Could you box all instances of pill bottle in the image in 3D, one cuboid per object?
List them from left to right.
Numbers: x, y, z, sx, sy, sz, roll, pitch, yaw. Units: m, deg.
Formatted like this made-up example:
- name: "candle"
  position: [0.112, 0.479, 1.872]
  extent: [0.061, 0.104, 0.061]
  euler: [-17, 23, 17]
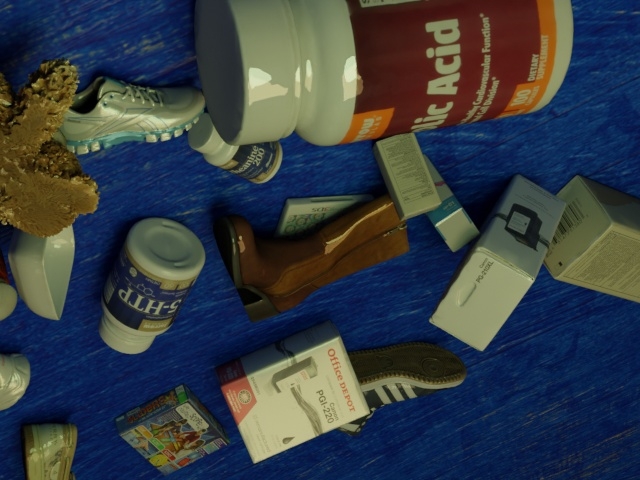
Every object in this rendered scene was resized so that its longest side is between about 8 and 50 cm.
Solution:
- name: "pill bottle"
  position: [-0.244, 0.069, 1.507]
  extent: [0.112, 0.112, 0.187]
  euler: [3, 135, -33]
- name: "pill bottle"
  position: [-0.112, -0.122, 1.392]
  extent: [0.067, 0.067, 0.120]
  euler: [-44, 140, 22]
- name: "pill bottle"
  position: [0.068, -0.230, 1.238]
  extent: [0.392, 0.224, 0.224]
  euler: [-11, 141, -19]

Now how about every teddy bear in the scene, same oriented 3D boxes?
- name: "teddy bear"
  position: [-0.379, -0.143, 1.158]
  extent: [0.338, 0.113, 0.245]
  euler: [29, 124, -30]

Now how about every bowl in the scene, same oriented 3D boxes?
- name: "bowl"
  position: [-0.354, 0.015, 1.365]
  extent: [0.053, 0.142, 0.142]
  euler: [1, 140, 0]

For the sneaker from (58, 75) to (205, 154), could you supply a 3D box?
- name: "sneaker"
  position: [-0.229, -0.161, 1.278]
  extent: [0.190, 0.071, 0.083]
  euler: [-16, 136, -14]

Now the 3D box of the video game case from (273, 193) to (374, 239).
- name: "video game case"
  position: [-0.004, -0.007, 1.635]
  extent: [0.143, 0.019, 0.157]
  euler: [-5, 139, -26]

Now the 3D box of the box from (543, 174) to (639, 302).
- name: "box"
  position: [0.517, 0.006, 1.874]
  extent: [0.311, 0.121, 0.148]
  euler: [16, 127, -42]

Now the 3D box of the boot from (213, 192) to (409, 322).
- name: "boot"
  position: [0.000, 0.000, 1.552]
  extent: [0.280, 0.096, 0.264]
  euler: [-24, 142, -4]

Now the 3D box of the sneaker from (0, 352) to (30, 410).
- name: "sneaker"
  position: [-0.535, 0.236, 1.572]
  extent: [0.232, 0.090, 0.115]
  euler: [-48, 132, 13]

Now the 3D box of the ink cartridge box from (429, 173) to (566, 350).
- name: "ink cartridge box"
  position: [0.278, 0.032, 1.674]
  extent: [0.237, 0.100, 0.172]
  euler: [-53, 172, -51]

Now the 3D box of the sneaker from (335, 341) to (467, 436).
- name: "sneaker"
  position: [0.122, 0.276, 1.983]
  extent: [0.282, 0.099, 0.153]
  euler: [-1, 132, -19]

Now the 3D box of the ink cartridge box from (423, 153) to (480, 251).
- name: "ink cartridge box"
  position: [0.176, -0.056, 1.597]
  extent: [0.052, 0.122, 0.088]
  euler: [-35, 143, 6]

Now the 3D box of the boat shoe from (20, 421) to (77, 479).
- name: "boat shoe"
  position: [-0.446, 0.408, 1.802]
  extent: [0.089, 0.105, 0.285]
  euler: [-9, 139, -18]

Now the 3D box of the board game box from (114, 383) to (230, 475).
- name: "board game box"
  position: [-0.256, 0.335, 1.885]
  extent: [0.136, 0.035, 0.201]
  euler: [-26, 143, 0]

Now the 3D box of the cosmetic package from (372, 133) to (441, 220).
- name: "cosmetic package"
  position: [0.122, -0.092, 1.524]
  extent: [0.060, 0.115, 0.041]
  euler: [-18, 172, -9]

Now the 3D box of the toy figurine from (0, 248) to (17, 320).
- name: "toy figurine"
  position: [-0.500, 0.083, 1.340]
  extent: [0.209, 0.148, 0.213]
  euler: [7, 133, -36]

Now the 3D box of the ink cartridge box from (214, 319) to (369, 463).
- name: "ink cartridge box"
  position: [-0.046, 0.253, 1.808]
  extent: [0.217, 0.092, 0.159]
  euler: [-23, 107, -7]
